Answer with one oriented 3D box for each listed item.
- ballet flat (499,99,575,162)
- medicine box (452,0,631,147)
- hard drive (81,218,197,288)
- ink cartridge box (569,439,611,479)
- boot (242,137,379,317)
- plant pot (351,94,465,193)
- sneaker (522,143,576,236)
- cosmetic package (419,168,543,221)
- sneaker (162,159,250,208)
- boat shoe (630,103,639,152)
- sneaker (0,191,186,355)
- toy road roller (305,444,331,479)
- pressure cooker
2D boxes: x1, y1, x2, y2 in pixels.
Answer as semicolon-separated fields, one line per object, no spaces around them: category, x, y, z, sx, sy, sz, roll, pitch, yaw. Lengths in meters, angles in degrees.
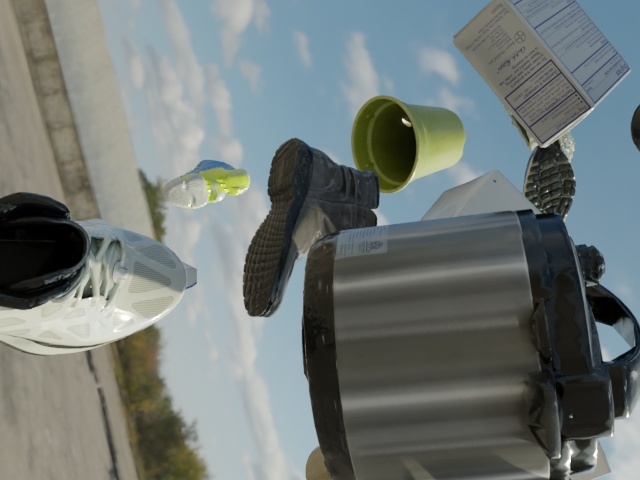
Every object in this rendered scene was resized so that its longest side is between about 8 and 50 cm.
ballet flat;0.528;-0.324;2.188;0.409;0.147;0.147;52;-3;-28
medicine box;0.456;-0.376;1.793;0.289;0.263;0.149;51;-47;1
hard drive;-0.397;0.038;1.552;0.318;0.210;0.040;22;-63;42
ink cartridge box;0.522;0.503;1.950;0.092;0.217;0.158;66;9;12
boot;0.000;0.000;1.579;0.118;0.222;0.338;-2;-111;55
plant pot;0.272;-0.288;2.547;0.276;0.253;0.276;17;-68;48
sneaker;0.526;-0.089;2.110;0.147;0.129;0.330;-108;-171;-57
cosmetic package;0.247;0.015;1.575;0.138;0.224;0.224;44;-15;-8
sneaker;-0.305;-0.147;2.235;0.126;0.240;0.091;36;-54;47
boat shoe;0.722;-0.188;1.656;0.155;0.500;0.187;8;-88;38
sneaker;-0.280;0.048;0.975;0.257;0.447;0.169;-5;-96;42
toy road roller;0.161;0.397;1.598;0.202;0.329;0.241;-47;-162;58
pressure cooker;0.207;0.145;1.161;0.375;0.420;0.370;68;16;-60
